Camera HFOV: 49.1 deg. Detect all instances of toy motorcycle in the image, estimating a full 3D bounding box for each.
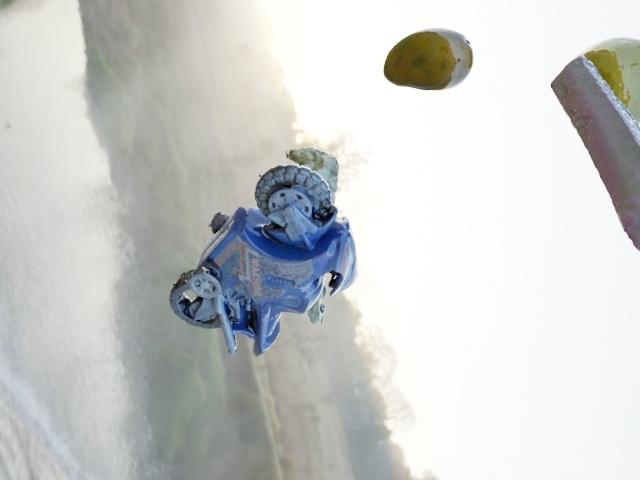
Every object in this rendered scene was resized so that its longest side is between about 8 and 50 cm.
[{"bbox_3d":[-0.039,0.023,0.560,0.205,0.114,0.076,-45,-158,38],"label":"toy motorcycle"}]

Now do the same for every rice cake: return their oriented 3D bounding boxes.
[{"bbox_3d":[0.365,-0.127,0.875,0.072,0.056,0.365,-45,-149,33],"label":"rice cake"}]

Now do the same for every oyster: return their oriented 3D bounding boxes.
[{"bbox_3d":[-0.004,0.001,0.790,0.106,0.061,0.200,-110,-162,-71],"label":"oyster"}]

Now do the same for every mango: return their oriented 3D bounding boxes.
[{"bbox_3d":[0.191,-0.323,1.246,0.089,0.163,0.111,-27,127,-66],"label":"mango"}]

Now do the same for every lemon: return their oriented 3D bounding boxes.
[{"bbox_3d":[0.540,-0.286,1.303,0.178,0.203,0.178,169,-90,-86],"label":"lemon"}]
